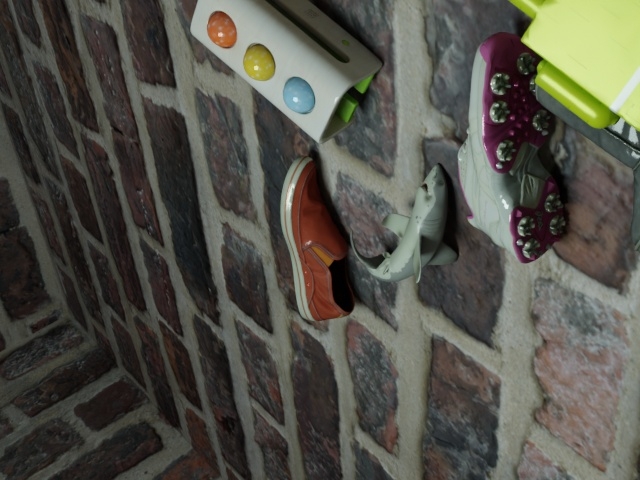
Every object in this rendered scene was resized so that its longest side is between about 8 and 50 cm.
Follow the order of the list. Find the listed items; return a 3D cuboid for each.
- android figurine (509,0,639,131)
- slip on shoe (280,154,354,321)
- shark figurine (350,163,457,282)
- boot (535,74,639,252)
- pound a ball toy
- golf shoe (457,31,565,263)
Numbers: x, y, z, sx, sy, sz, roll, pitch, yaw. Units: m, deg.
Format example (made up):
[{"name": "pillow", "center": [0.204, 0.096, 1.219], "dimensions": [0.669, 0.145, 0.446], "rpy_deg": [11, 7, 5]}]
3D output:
[{"name": "android figurine", "center": [0.311, -0.216, 0.933], "dimensions": [0.273, 0.056, 0.248], "rpy_deg": [39, 134, 15]}, {"name": "slip on shoe", "center": [0.000, 0.000, 1.709], "dimensions": [0.101, 0.123, 0.331], "rpy_deg": [2, 119, 22]}, {"name": "shark figurine", "center": [0.146, 0.022, 1.481], "dimensions": [0.278, 0.116, 0.166], "rpy_deg": [134, 138, -54]}, {"name": "boot", "center": [0.323, -0.109, 1.065], "dimensions": [0.208, 0.076, 0.189], "rpy_deg": [36, 131, 26]}, {"name": "pound a ball toy", "center": [-0.066, -0.318, 1.395], "dimensions": [0.319, 0.136, 0.208], "rpy_deg": [42, 137, 12]}, {"name": "golf shoe", "center": [0.217, -0.116, 1.202], "dimensions": [0.140, 0.115, 0.306], "rpy_deg": [29, 139, 50]}]
